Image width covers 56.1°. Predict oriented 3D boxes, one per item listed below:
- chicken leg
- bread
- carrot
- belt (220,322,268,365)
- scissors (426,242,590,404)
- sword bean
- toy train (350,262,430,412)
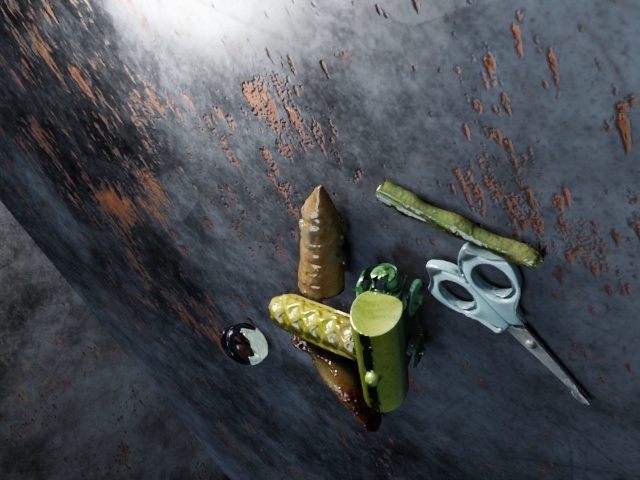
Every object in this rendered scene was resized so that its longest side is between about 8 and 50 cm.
[{"bbox_3d":[0.050,0.351,1.494,0.323,0.083,0.177,56,161,-25],"label":"chicken leg"},{"bbox_3d":[-0.006,0.186,1.341,0.269,0.098,0.087,16,101,36],"label":"bread"},{"bbox_3d":[0.000,0.000,1.107,0.101,0.102,0.263,26,141,25],"label":"carrot"},{"bbox_3d":[-0.211,0.288,1.672,0.140,0.105,0.058,43,153,-12],"label":"belt"},{"bbox_3d":[0.324,0.149,0.986,0.360,0.029,0.191,47,147,-6],"label":"scissors"},{"bbox_3d":[0.206,-0.022,0.907,0.269,0.038,0.043,27,170,24],"label":"sword bean"},{"bbox_3d":[0.109,0.181,1.107,0.126,0.189,0.308,21,143,28],"label":"toy train"}]
